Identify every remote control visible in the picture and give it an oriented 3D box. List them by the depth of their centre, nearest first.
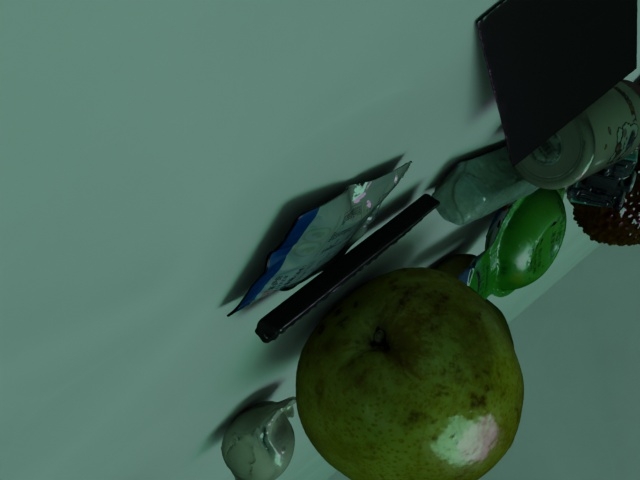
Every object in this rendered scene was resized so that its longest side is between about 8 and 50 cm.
[{"bbox_3d":[0.031,0.029,0.955,0.245,0.025,0.063,-37,171,-23],"label":"remote control"}]

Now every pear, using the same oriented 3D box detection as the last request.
[{"bbox_3d":[0.113,0.187,1.158,0.304,0.304,0.304,-36,164,-12],"label":"pear"}]

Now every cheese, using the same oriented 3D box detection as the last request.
[{"bbox_3d":[0.290,0.018,1.378,0.320,0.083,0.204,-35,139,-33],"label":"cheese"}]

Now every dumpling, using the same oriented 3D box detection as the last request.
[{"bbox_3d":[-0.088,0.300,1.366,0.127,0.108,0.188,-60,172,-54],"label":"dumpling"}]

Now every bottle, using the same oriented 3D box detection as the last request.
[{"bbox_3d":[0.322,-0.136,1.063,0.233,0.110,0.110,-21,156,-46],"label":"bottle"}]

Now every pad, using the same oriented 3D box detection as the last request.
[{"bbox_3d":[0.226,-0.176,0.815,0.170,0.006,0.245,-38,149,0],"label":"pad"}]

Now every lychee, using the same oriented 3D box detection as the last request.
[{"bbox_3d":[0.542,-0.089,1.559,0.200,0.200,0.238,-32,154,-23],"label":"lychee"}]

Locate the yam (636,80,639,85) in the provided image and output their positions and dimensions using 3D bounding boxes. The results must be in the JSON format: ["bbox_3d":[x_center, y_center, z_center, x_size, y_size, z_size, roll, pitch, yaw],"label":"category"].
[{"bbox_3d":[0.556,-0.247,1.377,0.252,0.061,0.061,-26,159,-40],"label":"yam"}]

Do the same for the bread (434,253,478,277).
[{"bbox_3d":[0.204,0.073,1.473,0.187,0.065,0.149,-32,174,-35],"label":"bread"}]

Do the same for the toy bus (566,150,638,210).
[{"bbox_3d":[0.432,-0.116,1.365,0.262,0.091,0.109,48,54,-76],"label":"toy bus"}]

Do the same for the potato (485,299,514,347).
[{"bbox_3d":[0.234,0.204,1.623,0.216,0.216,0.304,-50,169,32],"label":"potato"}]

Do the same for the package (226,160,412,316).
[{"bbox_3d":[0.000,0.000,0.865,0.173,0.027,0.171,-25,162,-43],"label":"package"}]

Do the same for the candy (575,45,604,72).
[{"bbox_3d":[0.256,-0.183,0.906,0.103,0.043,0.103,-36,164,-12],"label":"candy"}]

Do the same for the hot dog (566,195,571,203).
[{"bbox_3d":[0.538,-0.118,1.714,0.165,0.045,0.071,-35,165,-16],"label":"hot dog"}]

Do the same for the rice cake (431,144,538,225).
[{"bbox_3d":[0.210,-0.072,1.070,0.206,0.063,0.069,-21,158,-48],"label":"rice cake"}]
